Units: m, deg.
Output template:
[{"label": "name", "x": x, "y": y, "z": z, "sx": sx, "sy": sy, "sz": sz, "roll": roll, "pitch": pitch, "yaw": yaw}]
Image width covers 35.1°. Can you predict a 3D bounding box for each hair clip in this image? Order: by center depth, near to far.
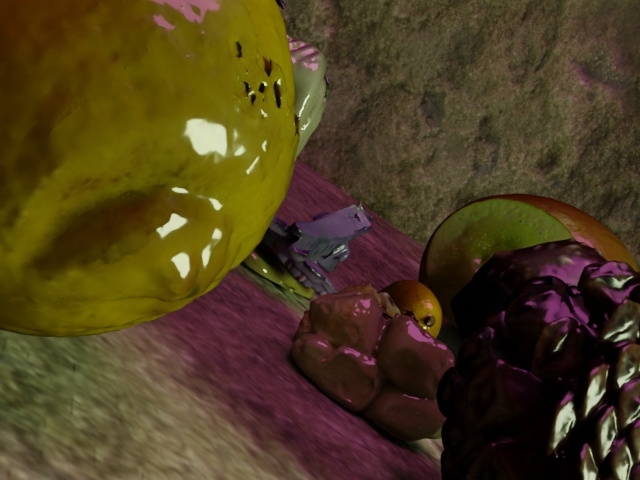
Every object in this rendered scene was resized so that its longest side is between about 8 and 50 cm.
[{"label": "hair clip", "x": -0.009, "y": 0.008, "z": 1.291, "sx": 0.137, "sy": 0.090, "sz": 0.278, "roll": 56, "pitch": 21, "yaw": 9}]

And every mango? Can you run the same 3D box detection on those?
[{"label": "mango", "x": 0.104, "y": 0.098, "z": 1.342, "sx": 0.066, "sy": 0.101, "sz": 0.187, "roll": 33, "pitch": -2, "yaw": -18}]

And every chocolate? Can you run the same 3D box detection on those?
[{"label": "chocolate", "x": 0.336, "y": 0.128, "z": 1.392, "sx": 0.225, "sy": 0.210, "sz": 0.340, "roll": 47, "pitch": -10, "yaw": 44}]

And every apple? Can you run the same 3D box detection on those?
[{"label": "apple", "x": 0.366, "y": 0.105, "z": 1.769, "sx": 0.384, "sy": 0.374, "sz": 0.374, "roll": 2, "pitch": 20, "yaw": -19}]

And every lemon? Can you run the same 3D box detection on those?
[{"label": "lemon", "x": -0.153, "y": -0.088, "z": 0.594, "sx": 0.297, "sy": 0.297, "sz": 0.297, "roll": 36, "pitch": 7, "yaw": -5}]

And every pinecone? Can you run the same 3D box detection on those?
[{"label": "pinecone", "x": 0.216, "y": 0.164, "z": 0.830, "sx": 0.242, "sy": 0.298, "sz": 0.296, "roll": -4, "pitch": 3, "yaw": -5}]

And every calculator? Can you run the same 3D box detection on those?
[{"label": "calculator", "x": -0.090, "y": -0.002, "z": 1.326, "sx": 0.157, "sy": 0.033, "sz": 0.236, "roll": 31, "pitch": 12, "yaw": -46}]

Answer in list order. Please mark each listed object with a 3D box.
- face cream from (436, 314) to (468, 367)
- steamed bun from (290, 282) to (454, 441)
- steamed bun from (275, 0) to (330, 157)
[{"label": "face cream", "x": 0.181, "y": 0.162, "z": 1.400, "sx": 0.073, "sy": 0.073, "sz": 0.283, "roll": 29, "pitch": 10, "yaw": -45}, {"label": "steamed bun", "x": 0.068, "y": 0.116, "z": 1.032, "sx": 0.192, "sy": 0.106, "sz": 0.177, "roll": 39, "pitch": 9, "yaw": 7}, {"label": "steamed bun", "x": -0.176, "y": -0.168, "z": 1.193, "sx": 0.347, "sy": 0.237, "sz": 0.394, "roll": 17, "pitch": 42, "yaw": -7}]
